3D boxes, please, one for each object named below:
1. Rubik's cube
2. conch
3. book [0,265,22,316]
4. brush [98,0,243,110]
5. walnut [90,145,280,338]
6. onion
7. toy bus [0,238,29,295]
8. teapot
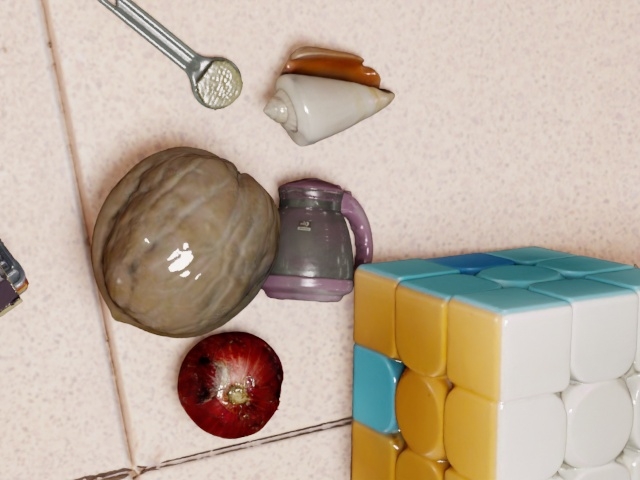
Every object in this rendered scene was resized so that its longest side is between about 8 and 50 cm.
[{"bbox_3d":[0.227,0.177,1.557,0.290,0.291,0.291,-6,102,-30],"label":"Rubik's cube"},{"bbox_3d":[0.011,-0.172,1.584,0.176,0.094,0.104,-19,63,-16],"label":"conch"},{"bbox_3d":[-0.449,0.018,1.476,0.157,0.026,0.231,-34,77,-4],"label":"book"},{"bbox_3d":[-0.198,-0.244,1.550,0.266,0.027,0.062,38,88,-17],"label":"brush"},{"bbox_3d":[-0.152,0.007,1.508,0.224,0.224,0.224,-2,99,-14],"label":"walnut"},{"bbox_3d":[-0.106,0.171,1.595,0.131,0.131,0.131,-2,99,-14],"label":"onion"},{"bbox_3d":[-0.412,0.070,1.513,0.174,0.077,0.079,-37,77,-7],"label":"toy bus"},{"bbox_3d":[0.000,0.000,1.599,0.148,0.116,0.146,4,88,-11],"label":"teapot"}]
